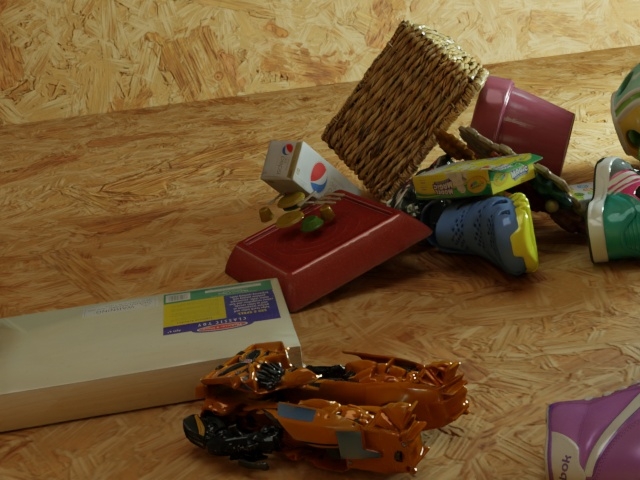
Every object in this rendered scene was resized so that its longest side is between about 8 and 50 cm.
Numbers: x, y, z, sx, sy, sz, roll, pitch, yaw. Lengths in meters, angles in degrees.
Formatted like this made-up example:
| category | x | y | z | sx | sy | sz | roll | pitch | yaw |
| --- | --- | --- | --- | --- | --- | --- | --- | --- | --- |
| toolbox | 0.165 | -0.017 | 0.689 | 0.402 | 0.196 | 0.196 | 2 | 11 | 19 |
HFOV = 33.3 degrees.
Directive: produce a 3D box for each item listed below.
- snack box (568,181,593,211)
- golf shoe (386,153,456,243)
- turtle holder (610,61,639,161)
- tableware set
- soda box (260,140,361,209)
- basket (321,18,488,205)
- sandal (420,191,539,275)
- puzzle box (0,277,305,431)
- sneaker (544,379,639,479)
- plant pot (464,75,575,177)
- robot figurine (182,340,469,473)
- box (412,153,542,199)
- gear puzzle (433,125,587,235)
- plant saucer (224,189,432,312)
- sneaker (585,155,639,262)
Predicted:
| category | x | y | z | sx | sy | sz | roll | pitch | yaw |
| --- | --- | --- | --- | --- | --- | --- | --- | --- | --- |
| snack box | 0.463 | -0.071 | 1.825 | 0.141 | 0.037 | 0.100 | -8 | 18 | -7 |
| golf shoe | 0.167 | -0.051 | 1.821 | 0.120 | 0.105 | 0.273 | -28 | 8 | 31 |
| turtle holder | 0.669 | -0.222 | 1.988 | 0.227 | 0.243 | 0.320 | -15 | 52 | 26 |
| tableware set | -0.037 | -0.042 | 1.696 | 0.154 | 0.024 | 0.104 | 6 | 37 | 45 |
| soda box | -0.013 | -0.095 | 1.833 | 0.069 | 0.074 | 0.216 | 5 | -18 | 33 |
| basket | 0.193 | -0.222 | 2.019 | 0.213 | 0.299 | 0.223 | 9 | 33 | -53 |
| sandal | 0.236 | -0.013 | 1.606 | 0.138 | 0.126 | 0.317 | -10 | 8 | -4 |
| puzzle box | -0.236 | 0.141 | 1.382 | 0.409 | 0.052 | 0.272 | -8 | 17 | -6 |
| sneaker | 0.309 | 0.159 | 1.035 | 0.161 | 0.102 | 0.282 | 3 | 19 | 38 |
| plant pot | 0.383 | -0.198 | 2.045 | 0.180 | 0.201 | 0.201 | 15 | 22 | 13 |
| robot figurine | -0.003 | 0.170 | 1.139 | 0.291 | 0.085 | 0.211 | 3 | 19 | 30 |
| box | 0.239 | -0.097 | 1.615 | 0.105 | 0.043 | 0.179 | -21 | 10 | -38 |
| gear puzzle | 0.291 | -0.109 | 1.745 | 0.044 | 0.175 | 0.339 | -50 | 46 | -3 |
| plant saucer | 0.000 | 0.000 | 1.656 | 0.258 | 0.047 | 0.259 | -29 | 23 | -19 |
| sneaker | 0.505 | -0.061 | 1.622 | 0.178 | 0.123 | 0.295 | -5 | 24 | 22 |
